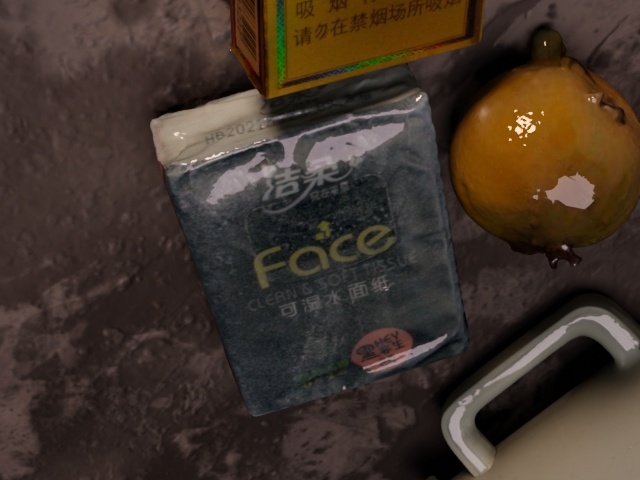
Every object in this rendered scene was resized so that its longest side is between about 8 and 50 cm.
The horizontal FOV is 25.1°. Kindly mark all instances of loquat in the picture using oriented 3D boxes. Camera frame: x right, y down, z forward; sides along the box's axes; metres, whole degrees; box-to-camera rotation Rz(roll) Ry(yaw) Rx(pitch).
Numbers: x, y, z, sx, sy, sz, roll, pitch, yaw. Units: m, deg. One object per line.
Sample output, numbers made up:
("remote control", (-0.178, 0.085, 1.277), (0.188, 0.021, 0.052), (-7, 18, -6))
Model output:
("loquat", (0.197, -0.080, 1.247), (0.172, 0.149, 0.205), (3, 96, 9))

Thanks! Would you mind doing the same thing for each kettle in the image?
("kettle", (0.269, 0.241, 1.520), (0.318, 0.265, 0.205), (-41, 159, 19))

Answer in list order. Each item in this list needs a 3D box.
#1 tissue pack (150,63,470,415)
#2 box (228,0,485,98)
("tissue pack", (0.000, 0.000, 1.281), (0.228, 0.103, 0.316), (-18, 132, -3))
("box", (0.029, -0.265, 1.051), (0.192, 0.084, 0.301), (-17, 136, -19))
